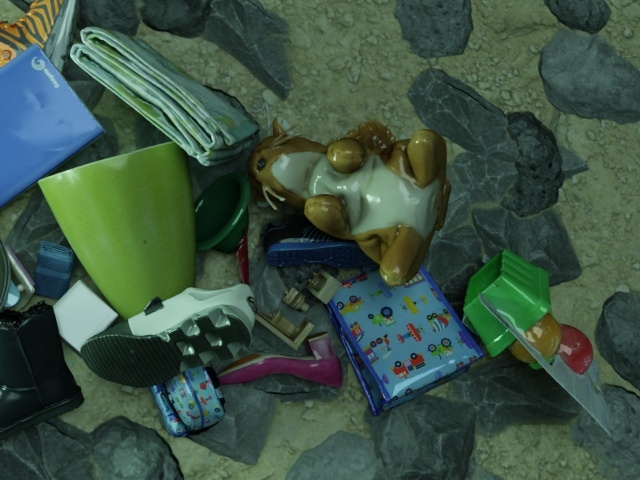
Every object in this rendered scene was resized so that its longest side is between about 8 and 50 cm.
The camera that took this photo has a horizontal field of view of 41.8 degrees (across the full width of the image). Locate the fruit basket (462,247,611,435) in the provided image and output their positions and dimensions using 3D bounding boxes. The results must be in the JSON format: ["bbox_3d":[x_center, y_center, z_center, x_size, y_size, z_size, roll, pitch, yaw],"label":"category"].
[{"bbox_3d":[0.438,0.199,1.681,0.165,0.327,0.353,-38,95,21],"label":"fruit basket"}]

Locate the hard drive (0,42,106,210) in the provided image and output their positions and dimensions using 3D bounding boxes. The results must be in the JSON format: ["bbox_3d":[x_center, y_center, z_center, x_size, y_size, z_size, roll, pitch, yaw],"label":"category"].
[{"bbox_3d":[-0.600,-0.195,1.584,0.319,0.040,0.210,-38,94,-5],"label":"hard drive"}]

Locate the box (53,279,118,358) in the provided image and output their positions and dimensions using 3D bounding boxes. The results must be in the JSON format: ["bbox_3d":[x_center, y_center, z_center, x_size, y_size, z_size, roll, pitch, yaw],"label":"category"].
[{"bbox_3d":[-0.446,0.148,1.558,0.102,0.087,0.101,41,70,0],"label":"box"}]

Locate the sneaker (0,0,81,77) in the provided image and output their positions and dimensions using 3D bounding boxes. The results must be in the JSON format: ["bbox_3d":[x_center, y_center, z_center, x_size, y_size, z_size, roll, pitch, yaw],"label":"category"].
[{"bbox_3d":[-0.581,-0.437,1.663,0.180,0.124,0.321,12,73,-12],"label":"sneaker"}]

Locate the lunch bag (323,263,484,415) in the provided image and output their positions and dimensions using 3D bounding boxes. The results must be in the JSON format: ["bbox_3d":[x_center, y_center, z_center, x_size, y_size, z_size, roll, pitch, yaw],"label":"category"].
[{"bbox_3d":[0.150,0.166,1.692,0.221,0.138,0.293,-22,71,-16],"label":"lunch bag"}]

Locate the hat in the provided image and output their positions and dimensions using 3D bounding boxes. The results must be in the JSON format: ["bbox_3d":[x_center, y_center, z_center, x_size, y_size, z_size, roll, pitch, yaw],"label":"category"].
[{"bbox_3d":[-0.158,-0.004,1.690,0.183,0.173,0.208,38,89,-36],"label":"hat"}]

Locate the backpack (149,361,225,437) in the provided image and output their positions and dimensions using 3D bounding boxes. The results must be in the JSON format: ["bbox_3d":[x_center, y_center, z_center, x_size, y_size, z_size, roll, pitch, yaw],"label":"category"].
[{"bbox_3d":[-0.241,0.277,1.529,0.117,0.173,0.158,-22,82,-18],"label":"backpack"}]

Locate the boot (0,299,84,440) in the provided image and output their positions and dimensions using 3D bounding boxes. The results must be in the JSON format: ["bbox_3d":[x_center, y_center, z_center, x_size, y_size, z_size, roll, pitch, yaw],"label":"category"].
[{"bbox_3d":[-0.559,0.232,1.461,0.246,0.094,0.207,-21,106,-14],"label":"boot"}]

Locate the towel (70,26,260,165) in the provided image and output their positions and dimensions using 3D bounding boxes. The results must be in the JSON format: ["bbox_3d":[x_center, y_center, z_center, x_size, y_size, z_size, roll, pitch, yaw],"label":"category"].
[{"bbox_3d":[-0.276,-0.274,1.580,0.320,0.374,0.090,40,99,-3],"label":"towel"}]

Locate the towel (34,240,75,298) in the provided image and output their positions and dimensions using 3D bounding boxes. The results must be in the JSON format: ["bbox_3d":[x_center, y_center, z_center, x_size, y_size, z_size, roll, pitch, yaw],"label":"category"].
[{"bbox_3d":[-0.497,0.056,1.561,0.067,0.119,0.029,18,36,-8],"label":"towel"}]

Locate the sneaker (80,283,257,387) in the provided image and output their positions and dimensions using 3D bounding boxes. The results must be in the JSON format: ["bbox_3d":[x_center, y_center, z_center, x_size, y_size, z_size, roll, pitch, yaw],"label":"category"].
[{"bbox_3d":[-0.257,0.158,1.468,0.330,0.146,0.122,-14,118,16],"label":"sneaker"}]

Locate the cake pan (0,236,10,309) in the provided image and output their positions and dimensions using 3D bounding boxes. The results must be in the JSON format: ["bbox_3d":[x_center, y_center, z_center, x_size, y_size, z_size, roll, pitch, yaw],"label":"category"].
[{"bbox_3d":[-0.693,0.055,1.447,0.293,0.054,0.293,5,73,-16],"label":"cake pan"}]

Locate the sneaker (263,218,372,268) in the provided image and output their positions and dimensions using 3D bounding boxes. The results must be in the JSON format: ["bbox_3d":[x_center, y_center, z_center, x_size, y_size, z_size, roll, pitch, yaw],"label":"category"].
[{"bbox_3d":[0.000,0.000,1.704,0.232,0.081,0.090,1,52,-10],"label":"sneaker"}]

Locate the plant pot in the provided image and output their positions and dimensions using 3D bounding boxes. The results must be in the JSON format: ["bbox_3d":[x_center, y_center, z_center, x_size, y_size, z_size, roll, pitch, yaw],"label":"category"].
[{"bbox_3d":[-0.340,-0.009,1.556,0.275,0.275,0.293,-19,97,-18],"label":"plant pot"}]

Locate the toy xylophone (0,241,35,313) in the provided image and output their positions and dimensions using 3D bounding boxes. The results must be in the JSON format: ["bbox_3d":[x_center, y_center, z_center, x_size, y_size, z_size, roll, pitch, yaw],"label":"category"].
[{"bbox_3d":[-0.695,0.114,1.509,0.236,0.081,0.323,46,70,2],"label":"toy xylophone"}]

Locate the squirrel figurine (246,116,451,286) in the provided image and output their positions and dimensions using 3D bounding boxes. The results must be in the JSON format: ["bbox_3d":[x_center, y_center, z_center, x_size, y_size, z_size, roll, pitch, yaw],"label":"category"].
[{"bbox_3d":[0.055,-0.110,1.652,0.370,0.397,0.281,13,102,19],"label":"squirrel figurine"}]

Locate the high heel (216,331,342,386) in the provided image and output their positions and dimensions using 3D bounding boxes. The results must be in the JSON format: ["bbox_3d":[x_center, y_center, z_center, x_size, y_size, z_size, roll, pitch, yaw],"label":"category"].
[{"bbox_3d":[-0.078,0.268,1.634,0.244,0.082,0.117,-18,96,-18],"label":"high heel"}]

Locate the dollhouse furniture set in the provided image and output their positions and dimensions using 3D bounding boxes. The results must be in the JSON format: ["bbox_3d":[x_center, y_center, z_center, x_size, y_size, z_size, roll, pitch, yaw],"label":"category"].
[{"bbox_3d":[-0.060,0.101,1.626,0.123,0.144,0.151,38,88,-13],"label":"dollhouse furniture set"}]
